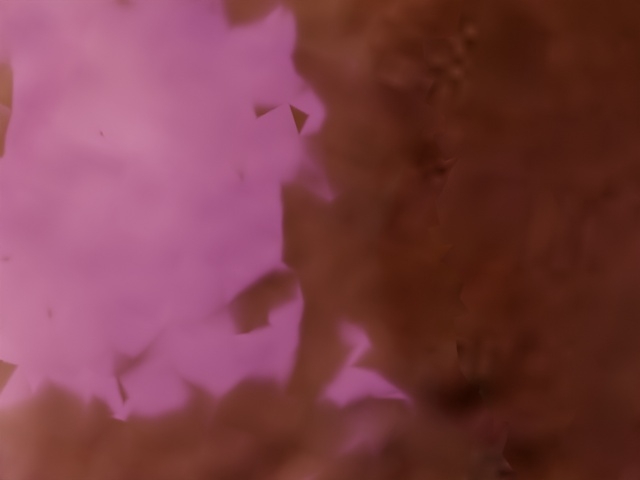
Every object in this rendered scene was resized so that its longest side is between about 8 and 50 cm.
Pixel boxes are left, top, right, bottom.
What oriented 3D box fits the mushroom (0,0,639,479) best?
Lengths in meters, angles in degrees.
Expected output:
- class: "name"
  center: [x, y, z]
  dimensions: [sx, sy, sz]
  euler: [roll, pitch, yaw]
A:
- class: "mushroom"
  center: [0.043, -0.002, 0.534]
  dimensions: [0.314, 0.224, 0.397]
  euler: [19, 112, 6]
